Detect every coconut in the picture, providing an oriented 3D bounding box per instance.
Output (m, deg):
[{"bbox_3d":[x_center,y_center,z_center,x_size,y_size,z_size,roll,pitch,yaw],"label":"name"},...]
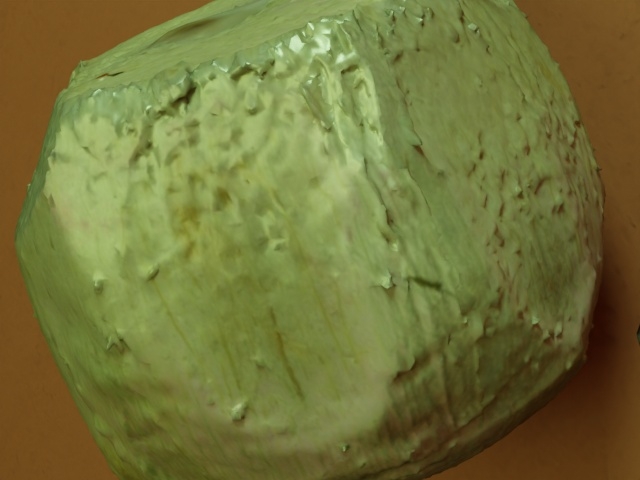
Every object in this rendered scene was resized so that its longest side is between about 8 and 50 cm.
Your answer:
[{"bbox_3d":[0.000,0.000,0.696,0.297,0.297,0.254,-6,111,50],"label":"coconut"}]

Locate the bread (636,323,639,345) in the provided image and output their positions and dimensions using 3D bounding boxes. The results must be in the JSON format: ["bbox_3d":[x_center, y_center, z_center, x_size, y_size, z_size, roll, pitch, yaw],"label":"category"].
[{"bbox_3d":[0.264,0.068,0.521,0.244,0.123,0.190,-30,76,49],"label":"bread"}]
